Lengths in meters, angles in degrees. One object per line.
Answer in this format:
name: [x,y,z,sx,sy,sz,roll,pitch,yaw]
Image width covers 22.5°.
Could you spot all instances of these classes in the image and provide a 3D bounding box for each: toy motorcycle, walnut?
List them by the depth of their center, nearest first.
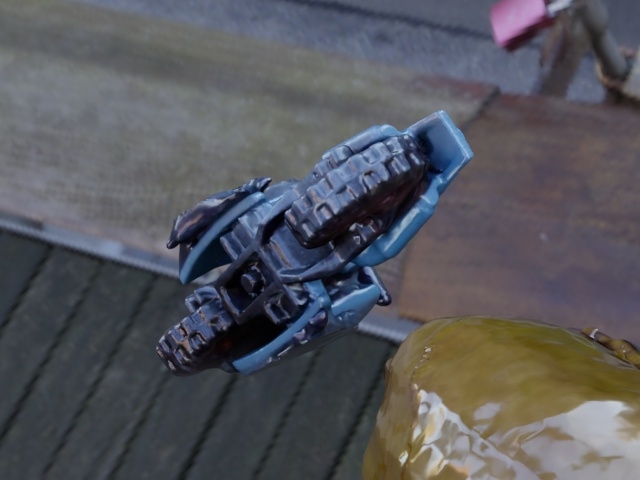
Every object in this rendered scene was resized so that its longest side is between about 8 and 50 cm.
walnut: [0.094,0.102,0.606,0.137,0.137,0.245,-37,42,-4]
toy motorcycle: [0.000,0.000,1.464,0.232,0.416,0.172,-26,77,-36]
